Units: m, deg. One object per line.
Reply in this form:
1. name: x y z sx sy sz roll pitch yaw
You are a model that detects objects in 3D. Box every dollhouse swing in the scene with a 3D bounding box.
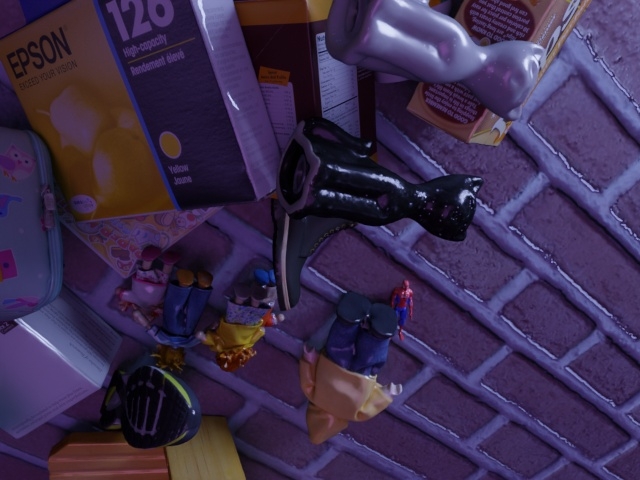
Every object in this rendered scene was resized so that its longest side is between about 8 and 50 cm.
1. dollhouse swing: -0.303 0.528 0.840 0.304 0.315 0.347 -3 120 -26

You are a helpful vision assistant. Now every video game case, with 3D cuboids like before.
1. video game case: -0.279 -0.080 0.662 0.206 0.026 0.227 -34 115 13

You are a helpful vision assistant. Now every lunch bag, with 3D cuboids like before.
1. lunch bag: -0.418 -0.011 0.563 0.279 0.107 0.224 -18 77 28

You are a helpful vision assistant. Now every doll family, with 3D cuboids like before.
1. doll family: -0.177 0.123 0.712 0.262 0.118 0.163 14 119 -17

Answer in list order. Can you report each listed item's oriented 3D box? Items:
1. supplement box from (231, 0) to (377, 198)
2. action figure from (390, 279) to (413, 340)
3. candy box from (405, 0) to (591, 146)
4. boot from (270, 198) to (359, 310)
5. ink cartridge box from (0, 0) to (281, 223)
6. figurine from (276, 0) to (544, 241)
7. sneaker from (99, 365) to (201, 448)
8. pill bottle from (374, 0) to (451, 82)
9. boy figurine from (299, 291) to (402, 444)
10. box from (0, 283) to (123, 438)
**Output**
1. supplement box: -0.051 -0.164 0.532 0.191 0.129 0.194 12 122 29
2. action figure: 0.133 0.116 0.796 0.038 0.030 0.115 4 115 -1
3. candy box: 0.231 -0.260 0.516 0.087 0.182 0.317 37 114 20
4. boot: 0.000 0.000 0.679 0.136 0.077 0.198 -1 101 -10
5. ink cartridge box: -0.210 -0.176 0.495 0.303 0.072 0.308 -3 116 33
6. figurine: 0.091 -0.104 0.429 0.209 0.092 0.215 11 112 -26
7. sneaker: -0.242 0.250 0.738 0.121 0.299 0.111 17 73 -34
8. pill bottle: 0.080 -0.291 0.530 0.117 0.118 0.209 -16 117 4
9. boy figurine: 0.046 0.235 0.808 0.177 0.092 0.286 18 117 7
10. box: -0.443 0.170 0.725 0.180 0.119 0.182 -31 115 12
